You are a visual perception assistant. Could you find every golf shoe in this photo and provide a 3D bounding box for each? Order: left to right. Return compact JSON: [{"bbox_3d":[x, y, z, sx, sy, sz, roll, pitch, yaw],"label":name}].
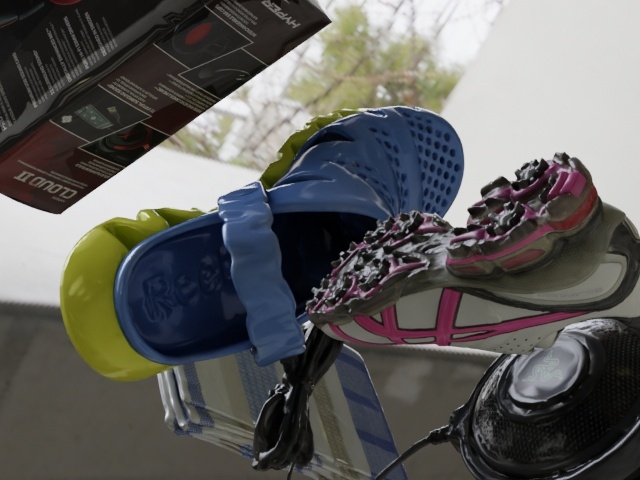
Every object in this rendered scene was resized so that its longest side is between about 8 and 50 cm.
[{"bbox_3d":[0.065,0.027,0.567,0.086,0.186,0.067,48,-124,-18],"label":"golf shoe"}]

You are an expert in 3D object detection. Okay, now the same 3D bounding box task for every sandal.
[{"bbox_3d":[0.000,0.000,0.789,0.317,0.138,0.126,-34,-68,-40],"label":"sandal"}]

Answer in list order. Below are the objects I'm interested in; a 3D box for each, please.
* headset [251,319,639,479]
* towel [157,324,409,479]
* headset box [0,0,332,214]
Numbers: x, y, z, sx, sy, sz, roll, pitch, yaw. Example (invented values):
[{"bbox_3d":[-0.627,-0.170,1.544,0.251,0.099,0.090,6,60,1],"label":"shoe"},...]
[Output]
[{"bbox_3d":[0.153,0.128,0.741,0.185,0.394,0.243,-70,-21,-46],"label":"headset"},{"bbox_3d":[-0.042,0.136,1.175,0.285,0.209,0.034,27,-61,-36],"label":"towel"},{"bbox_3d":[-0.171,-0.175,0.925,0.293,0.218,0.110,-32,-25,16],"label":"headset box"}]
